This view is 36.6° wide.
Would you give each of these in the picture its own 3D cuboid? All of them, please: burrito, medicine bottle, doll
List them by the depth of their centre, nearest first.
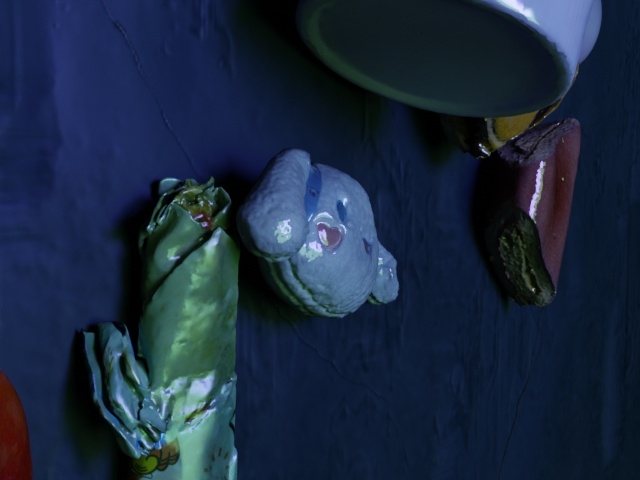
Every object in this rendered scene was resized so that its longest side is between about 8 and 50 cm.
[{"bbox_3d":[-0.095,0.103,0.586,0.104,0.054,0.287,0,94,-49],"label":"burrito"},{"bbox_3d":[0.000,0.000,0.670,0.214,0.072,0.103,31,53,-60],"label":"doll"},{"bbox_3d":[0.122,-0.293,0.690,0.211,0.211,0.371,32,69,-47],"label":"medicine bottle"}]

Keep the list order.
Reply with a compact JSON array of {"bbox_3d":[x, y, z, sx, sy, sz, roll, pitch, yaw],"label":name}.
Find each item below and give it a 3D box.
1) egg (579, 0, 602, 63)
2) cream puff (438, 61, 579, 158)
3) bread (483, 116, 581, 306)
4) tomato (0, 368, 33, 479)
[{"bbox_3d":[0.201,-0.210,0.877,0.135,0.103,0.103,51,56,-42],"label":"egg"},{"bbox_3d":[0.146,-0.138,0.815,0.119,0.104,0.133,-21,142,-39],"label":"cream puff"},{"bbox_3d":[0.196,-0.040,0.912,0.119,0.067,0.192,25,75,-57],"label":"bread"},{"bbox_3d":[-0.192,0.126,0.454,0.156,0.069,0.155,-7,100,-50],"label":"tomato"}]
